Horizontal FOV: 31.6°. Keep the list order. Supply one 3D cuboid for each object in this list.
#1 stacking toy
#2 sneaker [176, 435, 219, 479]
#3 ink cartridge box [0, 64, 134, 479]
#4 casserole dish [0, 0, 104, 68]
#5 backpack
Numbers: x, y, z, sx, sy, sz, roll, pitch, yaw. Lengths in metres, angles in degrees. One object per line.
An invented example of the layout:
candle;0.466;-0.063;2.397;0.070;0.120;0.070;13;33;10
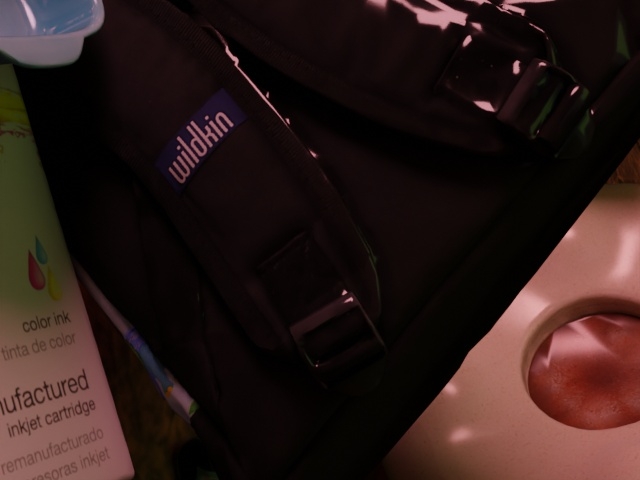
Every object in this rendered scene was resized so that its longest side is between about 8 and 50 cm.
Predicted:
stacking toy;0.267;0.217;0.958;0.480;0.350;0.351;63;28;-45
sneaker;-0.046;0.164;0.674;0.069;0.038;0.098;12;64;-55
ink cartridge box;-0.210;-0.007;0.425;0.201;0.117;0.278;-11;83;-59
casserole dish;-0.157;-0.133;0.420;0.188;0.037;0.114;57;29;6
backpack;-0.038;-0.089;0.561;0.355;0.290;0.273;38;6;15
